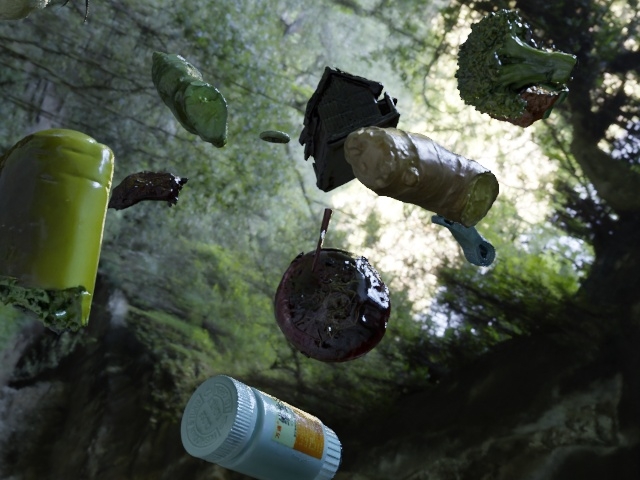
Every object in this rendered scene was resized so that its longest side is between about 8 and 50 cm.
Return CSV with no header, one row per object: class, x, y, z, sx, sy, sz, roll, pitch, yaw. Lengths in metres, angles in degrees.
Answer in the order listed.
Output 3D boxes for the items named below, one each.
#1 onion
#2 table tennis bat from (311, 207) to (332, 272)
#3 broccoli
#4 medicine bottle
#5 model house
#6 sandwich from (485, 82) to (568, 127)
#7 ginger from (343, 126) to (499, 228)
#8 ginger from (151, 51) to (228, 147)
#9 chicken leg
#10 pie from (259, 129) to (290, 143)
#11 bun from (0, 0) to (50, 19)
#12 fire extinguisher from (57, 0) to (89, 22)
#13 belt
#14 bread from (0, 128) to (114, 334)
onion,0.029,0.167,1.714,0.232,0.314,0.314,108,2,-68
table tennis bat,0.000,0.000,1.519,0.098,0.019,0.155,68,37,-88
broccoli,0.406,-0.388,1.468,0.273,0.180,0.242,21,-66,42
medicine bottle,-0.108,0.394,1.313,0.158,0.318,0.158,-26,-135,30
model house,0.073,-0.377,2.130,0.317,0.297,0.282,98,-29,-57
sandwich,0.541,-0.403,1.850,0.212,0.292,0.109,-81,178,-47
ginger,0.184,-0.114,1.154,0.126,0.354,0.190,-62,-151,13
ginger,-0.213,-0.233,1.080,0.089,0.137,0.290,-54,-138,9
chicken leg,-0.467,-0.137,1.781,0.063,0.233,0.105,-24,-106,60
pie,-0.122,-0.273,1.755,0.084,0.084,0.021,151,-54,-73
bun,-0.760,-0.641,1.674,0.222,0.127,0.222,-21,-130,27
fire extinguisher,-0.535,-0.509,1.104,0.135,0.337,0.114,-63,-151,6
belt,0.440,-0.019,2.020,0.087,0.302,0.072,-50,-145,-3
bread,-0.518,-0.025,1.225,0.251,0.208,0.377,-18,-121,43
